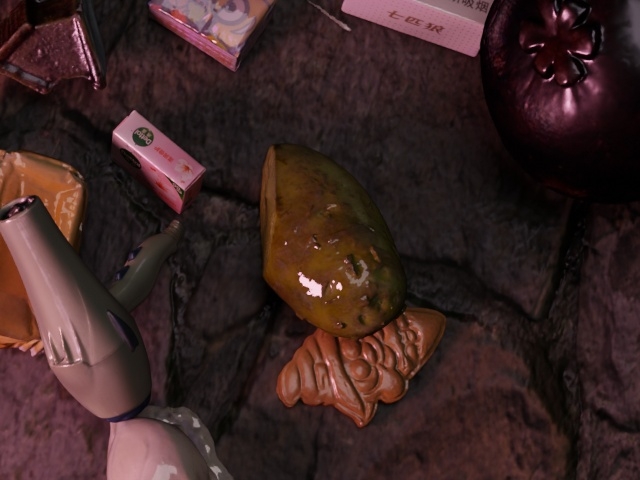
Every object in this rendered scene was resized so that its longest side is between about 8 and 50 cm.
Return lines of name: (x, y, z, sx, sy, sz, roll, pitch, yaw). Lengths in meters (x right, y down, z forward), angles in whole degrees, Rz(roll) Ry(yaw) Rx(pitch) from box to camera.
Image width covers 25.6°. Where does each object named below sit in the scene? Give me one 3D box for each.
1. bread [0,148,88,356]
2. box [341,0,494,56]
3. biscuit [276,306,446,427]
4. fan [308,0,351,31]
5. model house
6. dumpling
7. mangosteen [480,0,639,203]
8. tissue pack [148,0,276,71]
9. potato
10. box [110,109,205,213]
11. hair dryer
bread: (-0.376, 0.014, 1.738, 0.136, 0.107, 0.241, 17, 68, -25)
box: (0.175, -0.453, 2.048, 0.210, 0.095, 0.330, 19, 65, -4)
biscuit: (0.058, 0.149, 1.830, 0.250, 0.035, 0.162, -24, 80, -20)
fan: (-0.081, -0.389, 2.016, 0.310, 0.010, 0.182, 34, 66, 3)
model house: (-0.370, -0.270, 1.876, 0.152, 0.106, 0.165, -12, 36, -3)
dumpling: (-0.177, 0.279, 1.687, 0.151, 0.124, 0.229, 3, 45, -25)
mangosteen: (0.418, -0.235, 1.898, 0.435, 0.382, 0.382, 6, 62, -51)
tissue pack: (-0.149, -0.321, 1.945, 0.148, 0.060, 0.109, 32, 72, 0)
potato: (0.000, 0.000, 1.814, 0.176, 0.141, 0.298, -12, 54, -30)
box: (-0.212, -0.101, 1.837, 0.125, 0.089, 0.043, 39, 68, 6)
hair dryer: (-0.275, 0.027, 1.675, 0.119, 0.296, 0.298, -8, 52, 26)
